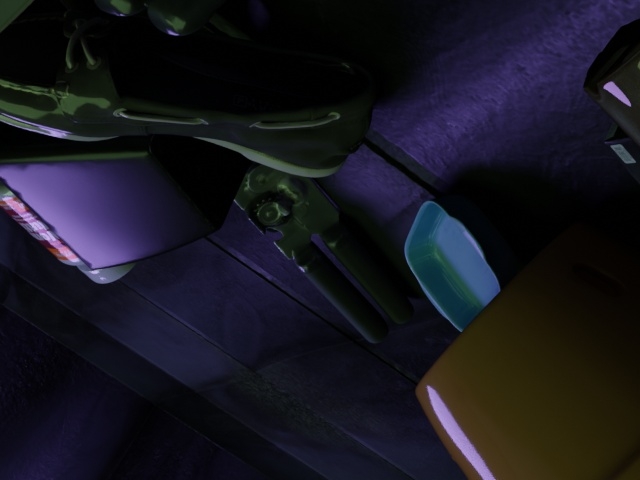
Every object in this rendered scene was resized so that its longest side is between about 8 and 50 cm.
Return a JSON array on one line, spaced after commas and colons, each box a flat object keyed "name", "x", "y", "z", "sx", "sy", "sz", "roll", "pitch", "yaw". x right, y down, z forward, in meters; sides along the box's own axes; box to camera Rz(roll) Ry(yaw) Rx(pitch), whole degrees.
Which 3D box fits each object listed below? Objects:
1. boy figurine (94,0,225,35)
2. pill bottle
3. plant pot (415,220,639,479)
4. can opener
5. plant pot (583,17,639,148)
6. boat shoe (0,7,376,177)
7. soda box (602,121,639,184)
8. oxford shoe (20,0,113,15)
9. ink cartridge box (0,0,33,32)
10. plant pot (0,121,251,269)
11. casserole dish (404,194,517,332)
[{"name": "boy figurine", "x": -0.117, "y": -0.233, "z": 0.513, "sx": 0.177, "sy": 0.092, "sz": 0.285, "roll": 25, "pitch": 162, "yaw": 23}, {"name": "pill bottle", "x": -0.344, "y": -0.042, "z": 1.351, "sx": 0.121, "sy": 0.121, "sz": 0.221, "roll": 12, "pitch": 151, "yaw": 41}, {"name": "plant pot", "x": 0.215, "y": 0.123, "z": 0.792, "sx": 0.203, "sy": 0.291, "sz": 0.291, "roll": 44, "pitch": 161, "yaw": 14}, {"name": "can opener", "x": 0.000, "y": 0.000, "z": 1.086, "sx": 0.283, "sy": 0.076, "sz": 0.095, "roll": 48, "pitch": -175, "yaw": -37}, {"name": "plant pot", "x": 0.233, "y": -0.069, "z": 0.490, "sx": 0.165, "sy": 0.167, "sz": 0.167, "roll": 40, "pitch": 158, "yaw": -2}, {"name": "boat shoe", "x": -0.117, "y": -0.133, "z": 0.781, "sx": 0.335, "sy": 0.112, "sz": 0.095, "roll": 10, "pitch": 146, "yaw": -17}, {"name": "soda box", "x": 0.261, "y": -0.034, "z": 0.643, "sx": 0.169, "sy": 0.060, "sz": 0.053, "roll": 42, "pitch": 155, "yaw": -23}, {"name": "oxford shoe", "x": -0.273, "y": -0.242, "z": 0.862, "sx": 0.227, "sy": 0.096, "sz": 0.082, "roll": 25, "pitch": 160, "yaw": 20}, {"name": "ink cartridge box", "x": -0.249, "y": -0.239, "z": 0.710, "sx": 0.128, "sy": 0.127, "sz": 0.176, "roll": 44, "pitch": -177, "yaw": -28}, {"name": "plant pot", "x": -0.171, "y": -0.093, "z": 0.948, "sx": 0.167, "sy": 0.188, "sz": 0.187, "roll": 2, "pitch": 145, "yaw": 32}, {"name": "casserole dish", "x": 0.133, "y": 0.021, "z": 0.923, "sx": 0.114, "sy": 0.037, "sz": 0.188, "roll": 54, "pitch": 163, "yaw": 16}]
